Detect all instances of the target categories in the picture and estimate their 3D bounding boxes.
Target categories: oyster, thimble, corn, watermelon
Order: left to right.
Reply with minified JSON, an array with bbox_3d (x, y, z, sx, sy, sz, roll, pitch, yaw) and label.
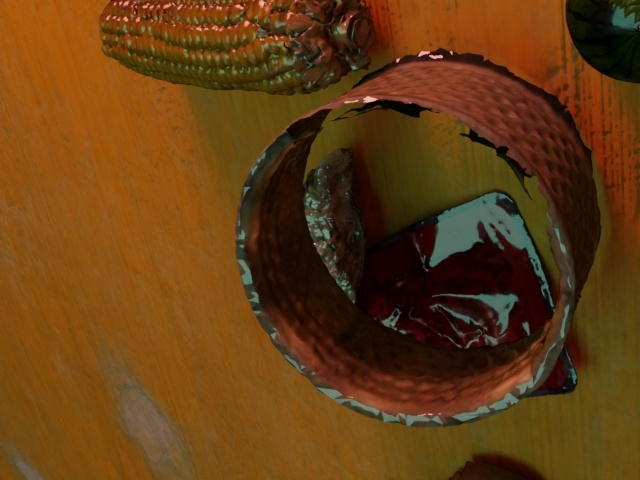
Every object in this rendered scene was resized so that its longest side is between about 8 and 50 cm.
[{"bbox_3d":[-0.089,-0.190,0.739,0.317,0.115,0.115,10,124,40],"label":"corn"},{"bbox_3d":[0.000,0.000,0.800,0.125,0.064,0.177,0,90,46],"label":"oyster"},{"bbox_3d":[0.077,-0.004,0.634,0.270,0.150,0.271,9,114,21],"label":"thimble"},{"bbox_3d":[0.210,-0.147,0.530,0.105,0.062,0.105,20,134,22],"label":"watermelon"}]

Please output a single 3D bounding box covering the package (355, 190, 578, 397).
[{"bbox_3d":[0.098,0.077,0.784,0.269,0.071,0.194,-16,106,47],"label":"package"}]

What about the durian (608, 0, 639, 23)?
[{"bbox_3d":[0.228,-0.190,0.413,0.146,0.198,0.159,44,-178,8],"label":"durian"}]

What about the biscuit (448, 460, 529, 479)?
[{"bbox_3d":[0.184,0.325,0.900,0.319,0.047,0.183,-16,103,48],"label":"biscuit"}]
